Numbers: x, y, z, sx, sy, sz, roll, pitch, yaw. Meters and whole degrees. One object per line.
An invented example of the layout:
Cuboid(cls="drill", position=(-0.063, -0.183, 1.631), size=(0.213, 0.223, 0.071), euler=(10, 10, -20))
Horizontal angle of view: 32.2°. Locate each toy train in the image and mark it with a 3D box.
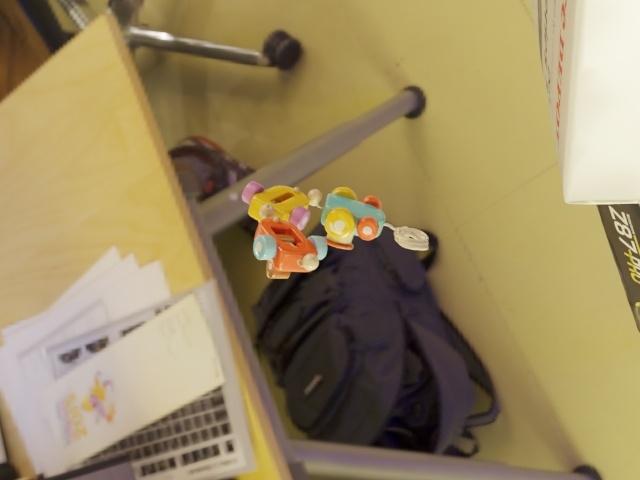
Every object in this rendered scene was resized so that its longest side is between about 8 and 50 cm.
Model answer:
Cuboid(cls="toy train", position=(0.000, 0.000, 0.896), size=(0.125, 0.166, 0.046), euler=(44, 124, 42))

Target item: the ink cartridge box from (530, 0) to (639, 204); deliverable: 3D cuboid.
Cuboid(cls="ink cartridge box", position=(0.141, -0.145, 0.482), size=(0.092, 0.160, 0.219), euler=(-3, 47, 6))

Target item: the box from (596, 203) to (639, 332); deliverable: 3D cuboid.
Cuboid(cls="box", position=(0.495, -0.101, 1.276), size=(0.097, 0.395, 0.318), euler=(35, 157, 51))
